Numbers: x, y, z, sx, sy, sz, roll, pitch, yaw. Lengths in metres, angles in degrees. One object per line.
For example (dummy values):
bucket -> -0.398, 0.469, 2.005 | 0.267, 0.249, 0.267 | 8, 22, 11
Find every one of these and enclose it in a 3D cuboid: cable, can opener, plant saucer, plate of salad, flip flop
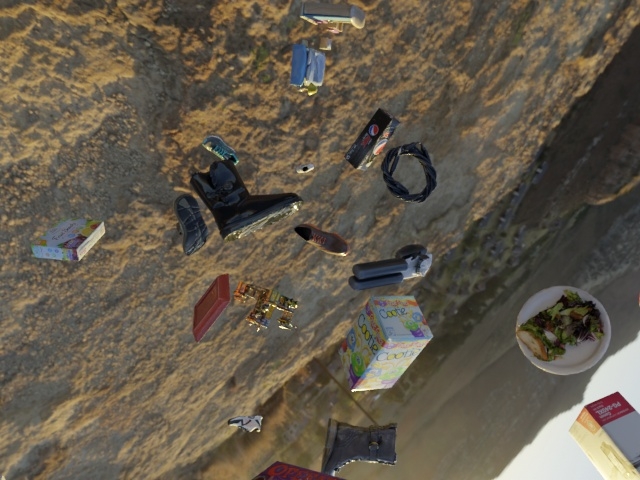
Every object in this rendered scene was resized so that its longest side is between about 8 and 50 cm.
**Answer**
cable -> 0.264, -0.192, 1.218 | 0.151, 0.047, 0.184 | -21, 104, -2
can opener -> 0.188, 0.073, 1.089 | 0.281, 0.093, 0.074 | -10, 127, -35
plant saucer -> -0.508, 0.295, 1.883 | 0.048, 0.258, 0.259 | 34, 102, -26
plate of salad -> 0.530, 0.195, 0.917 | 0.048, 0.200, 0.199 | 23, 104, -32
flip flop -> -0.490, -0.062, 1.510 | 0.112, 0.080, 0.276 | -39, 144, -33

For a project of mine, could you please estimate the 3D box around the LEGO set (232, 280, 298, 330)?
LEGO set -> -0.280, 0.340, 1.979 | 0.255, 0.332, 0.191 | 42, 64, -53

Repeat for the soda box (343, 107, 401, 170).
soda box -> 0.142, -0.276, 1.134 | 0.053, 0.060, 0.168 | -5, 140, -51

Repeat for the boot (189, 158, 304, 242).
boot -> -0.194, -0.131, 1.082 | 0.247, 0.207, 0.094 | -25, 167, -19

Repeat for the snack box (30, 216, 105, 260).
snack box -> -0.600, -0.006, 0.985 | 0.101, 0.141, 0.037 | 4, 119, -4

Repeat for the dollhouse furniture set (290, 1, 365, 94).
dollhouse furniture set -> 0.047, -0.698, 1.547 | 0.286, 0.198, 0.302 | -34, 135, -62

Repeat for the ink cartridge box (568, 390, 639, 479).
ink cartridge box -> 0.457, 0.321, 0.603 | 0.063, 0.150, 0.109 | -20, 134, -6

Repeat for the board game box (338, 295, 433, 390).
board game box -> 0.178, 0.300, 1.187 | 0.145, 0.142, 0.275 | 3, 133, -22

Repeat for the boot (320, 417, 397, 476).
boot -> 0.123, 0.673, 1.280 | 0.091, 0.229, 0.262 | -76, 174, -72

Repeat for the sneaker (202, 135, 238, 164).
sneaker -> -0.373, -0.341, 1.567 | 0.065, 0.076, 0.167 | -49, 147, 13

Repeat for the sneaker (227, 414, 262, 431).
sneaker -> -0.213, 0.522, 1.167 | 0.109, 0.043, 0.040 | 16, 148, -35

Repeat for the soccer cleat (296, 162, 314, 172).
soccer cleat -> -0.057, -0.241, 1.373 | 0.036, 0.083, 0.029 | -42, 117, -39

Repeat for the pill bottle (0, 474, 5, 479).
pill bottle -> -0.624, 0.472, 0.722 | 0.117, 0.065, 0.065 | -14, 133, -34

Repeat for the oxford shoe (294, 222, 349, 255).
oxford shoe -> 0.000, 0.000, 1.818 | 0.098, 0.272, 0.096 | -1, 111, -60

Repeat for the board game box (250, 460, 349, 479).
board game box -> -0.044, 0.580, 0.887 | 0.208, 0.347, 0.056 | -4, 84, -51
